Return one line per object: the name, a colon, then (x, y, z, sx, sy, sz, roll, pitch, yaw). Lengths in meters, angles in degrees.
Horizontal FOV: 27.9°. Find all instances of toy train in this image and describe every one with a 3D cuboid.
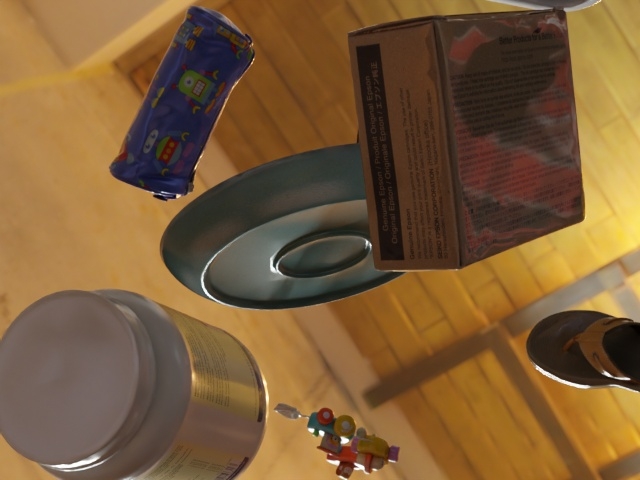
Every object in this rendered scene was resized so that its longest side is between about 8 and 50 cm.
toy train: (0.019, 0.244, 1.502, 0.166, 0.125, 0.046, 39, -122, -42)

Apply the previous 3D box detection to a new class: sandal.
sandal: (0.259, 0.097, 1.092, 0.180, 0.072, 0.049, 18, 158, 33)

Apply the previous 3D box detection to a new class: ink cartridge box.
ink cartridge box: (0.128, -0.089, 1.067, 0.234, 0.088, 0.193, -16, -80, -53)

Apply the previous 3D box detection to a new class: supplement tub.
supplement tub: (-0.226, 0.190, 1.571, 0.235, 0.235, 0.325, 66, -166, 23)

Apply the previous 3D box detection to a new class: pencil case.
pencil case: (-0.207, -0.204, 1.978, 0.133, 0.306, 0.119, 26, -174, -4)

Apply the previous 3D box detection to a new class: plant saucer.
plant saucer: (0.000, 0.000, 1.279, 0.317, 0.317, 0.044, 28, -137, -57)

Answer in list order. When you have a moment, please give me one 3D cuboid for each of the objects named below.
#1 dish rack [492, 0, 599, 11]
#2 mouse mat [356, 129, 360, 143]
dish rack: (0.222, -0.359, 1.422, 0.332, 0.285, 0.072, 7, -109, -22)
mouse mat: (0.112, -0.162, 1.848, 0.007, 0.189, 0.153, 36, 149, 25)
